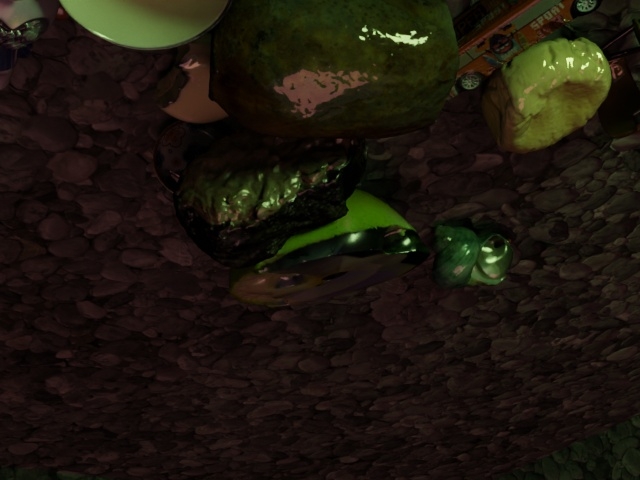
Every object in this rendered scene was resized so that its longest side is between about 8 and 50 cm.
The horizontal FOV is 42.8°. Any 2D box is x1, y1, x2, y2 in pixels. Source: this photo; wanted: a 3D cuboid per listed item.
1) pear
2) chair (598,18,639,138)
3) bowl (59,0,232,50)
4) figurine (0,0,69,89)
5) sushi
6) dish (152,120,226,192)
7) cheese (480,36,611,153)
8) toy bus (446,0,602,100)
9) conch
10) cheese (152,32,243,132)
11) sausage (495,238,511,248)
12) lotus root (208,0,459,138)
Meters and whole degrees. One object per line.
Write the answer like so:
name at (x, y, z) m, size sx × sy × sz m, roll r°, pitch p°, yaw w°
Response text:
pear at (-0.004, -0.002, 1.596) m, size 0.399 × 0.165 × 0.399 m, roll -12°, pitch 166°, yaw -3°
chair at (0.572, -0.287, 1.368) m, size 0.247 × 0.158 × 0.172 m, roll -25°, pitch 145°, yaw 20°
bowl at (-0.232, -0.381, 1.074) m, size 0.238 × 0.126 × 0.237 m, roll -6°, pitch 146°, yaw -4°
figurine at (-0.464, -0.301, 1.140) m, size 0.274 × 0.133 × 0.194 m, roll -29°, pitch 155°, yaw 30°
sushi at (-0.075, -0.107, 1.364) m, size 0.350 × 0.211 × 0.171 m, roll -33°, pitch 158°, yaw -13°
dish at (-0.230, -0.148, 1.461) m, size 0.141 × 0.141 × 0.078 m, roll -2°, pitch -170°, yaw -13°
cheese at (0.389, -0.249, 1.395) m, size 0.214 × 0.117 × 0.226 m, roll -17°, pitch 155°, yaw -8°
toy bus at (0.291, -0.337, 1.291) m, size 0.409 × 0.093 × 0.092 m, roll -32°, pitch 134°, yaw 29°
conch at (0.323, 0.036, 1.815) m, size 0.176 × 0.122 × 0.188 m, roll -44°, pitch 139°, yaw 11°
cheese at (-0.157, -0.246, 1.336) m, size 0.249 × 0.070 × 0.163 m, roll 16°, pitch 138°, yaw -44°
sausage at (0.400, 0.026, 1.895) m, size 0.031 × 0.031 × 0.107 m, roll 20°, pitch 135°, yaw -36°
lotus root at (0.007, -0.268, 1.191) m, size 0.346 × 0.250 × 0.250 m, roll -6°, pitch 146°, yaw -13°
